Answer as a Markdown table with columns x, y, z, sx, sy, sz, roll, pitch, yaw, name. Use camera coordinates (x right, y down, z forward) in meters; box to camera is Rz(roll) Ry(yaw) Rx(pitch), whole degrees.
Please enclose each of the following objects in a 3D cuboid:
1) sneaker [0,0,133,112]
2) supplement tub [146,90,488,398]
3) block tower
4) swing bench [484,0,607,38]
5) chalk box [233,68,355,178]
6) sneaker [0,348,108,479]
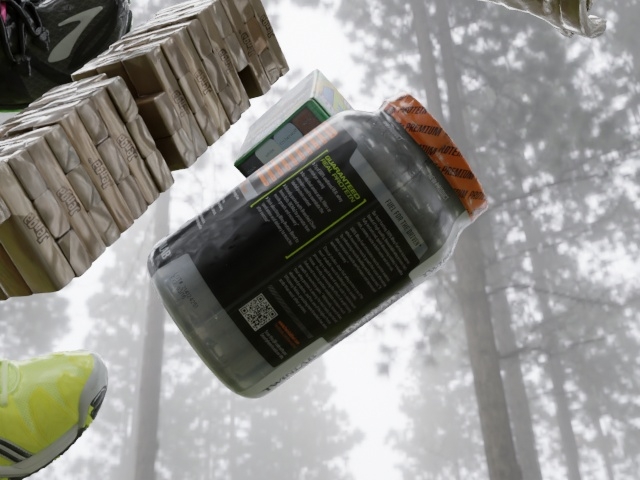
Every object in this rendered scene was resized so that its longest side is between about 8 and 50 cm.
| x | y | z | sx | sy | sz | roll | pitch | yaw | name |
| --- | --- | --- | --- | --- | --- | --- | --- | --- | --- |
| -0.472 | -0.274 | 1.274 | 0.482 | 0.185 | 0.202 | -20 | -6 | -28 | sneaker |
| 0.000 | 0.000 | 0.954 | 0.316 | 0.193 | 0.193 | -36 | -43 | 1 | supplement tub |
| -0.148 | -0.084 | 0.696 | 0.091 | 0.335 | 0.097 | -7 | -61 | 35 | block tower |
| 0.158 | -0.337 | 0.834 | 0.253 | 0.165 | 0.255 | 25 | -69 | 24 | swing bench |
| -0.013 | -0.105 | 1.169 | 0.132 | 0.213 | 0.132 | -38 | -73 | 17 | chalk box |
| -0.437 | 0.204 | 1.078 | 0.384 | 0.145 | 0.147 | -19 | -51 | -6 | sneaker |
